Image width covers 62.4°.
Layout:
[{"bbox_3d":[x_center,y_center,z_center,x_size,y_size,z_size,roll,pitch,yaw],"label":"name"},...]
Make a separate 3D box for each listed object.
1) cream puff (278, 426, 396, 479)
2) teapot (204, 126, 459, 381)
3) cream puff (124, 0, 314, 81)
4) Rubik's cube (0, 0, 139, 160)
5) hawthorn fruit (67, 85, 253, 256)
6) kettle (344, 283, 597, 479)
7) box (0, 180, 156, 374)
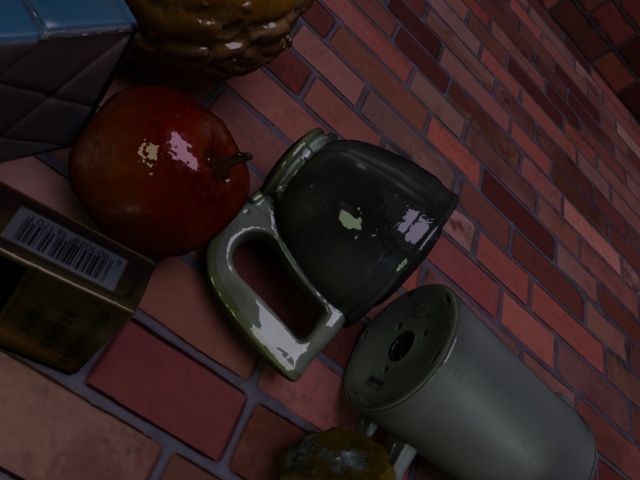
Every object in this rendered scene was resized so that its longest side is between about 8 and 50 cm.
[{"bbox_3d":[0.014,0.297,0.613,0.146,0.146,0.116,-2,108,-41],"label":"cream puff"},{"bbox_3d":[0.005,-0.004,0.738,0.239,0.321,0.239,40,5,4],"label":"teapot"},{"bbox_3d":[-0.179,-0.365,0.719,0.343,0.231,0.327,-23,78,-39],"label":"cream puff"},{"bbox_3d":[-0.352,-0.214,0.495,0.231,0.221,0.224,-30,89,-45],"label":"Rubik's cube"},{"bbox_3d":[-0.157,-0.077,0.585,0.197,0.226,0.196,1,89,-50],"label":"hawthorn fruit"},{"bbox_3d":[0.204,0.254,0.734,0.318,0.205,0.265,42,44,-19],"label":"kettle"},{"bbox_3d":[-0.292,0.022,0.466,0.240,0.159,0.071,32,43,-23],"label":"box"}]
